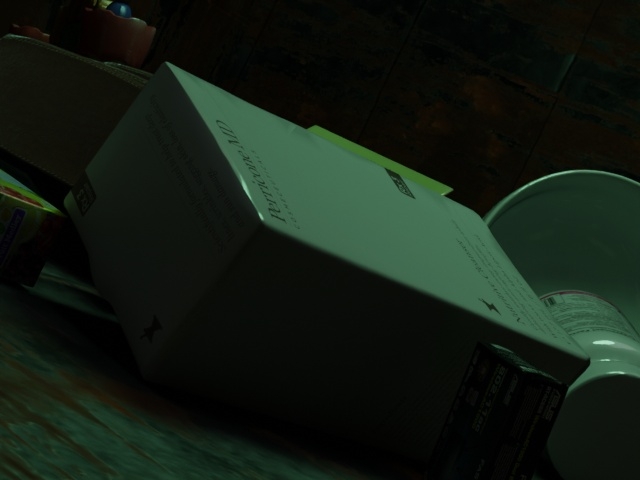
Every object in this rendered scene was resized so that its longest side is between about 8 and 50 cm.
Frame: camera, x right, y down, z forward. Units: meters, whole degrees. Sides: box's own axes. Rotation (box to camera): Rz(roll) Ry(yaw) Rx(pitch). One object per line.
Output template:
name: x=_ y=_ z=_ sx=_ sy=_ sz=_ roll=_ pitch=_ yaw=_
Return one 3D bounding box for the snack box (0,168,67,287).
snack box: x=-0.328 y=-0.048 z=1.132 sx=0.207 sy=0.070 sz=0.174 roll=24 pitch=3 yaw=-39

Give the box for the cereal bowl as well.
cereal bowl: x=0.316 y=0.089 z=1.827 sx=0.339 sy=0.339 sz=0.141 roll=25 pitch=-16 yaw=-6

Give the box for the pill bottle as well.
pill bottle: x=0.288 y=0.162 z=1.568 sx=0.160 sy=0.160 sz=0.283 roll=25 pitch=12 yaw=-5

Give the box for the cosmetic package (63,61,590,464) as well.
cosmetic package: x=0.009 y=0.034 z=1.166 sx=0.385 sy=0.156 sz=0.217 roll=24 pitch=24 yaw=-43

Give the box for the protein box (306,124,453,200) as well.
protein box: x=0.000 y=0.000 z=1.564 sx=0.201 sy=0.136 sz=0.199 roll=27 pitch=40 yaw=33

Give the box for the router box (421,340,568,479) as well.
router box: x=0.122 y=0.142 z=1.045 sx=0.038 sy=0.122 sz=0.092 roll=20 pitch=4 yaw=-18

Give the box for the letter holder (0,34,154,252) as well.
letter holder: x=-0.195 y=-0.106 z=1.460 sx=0.301 sy=0.214 sz=0.152 roll=27 pitch=-22 yaw=29

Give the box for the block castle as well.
block castle: x=-0.405 y=-0.248 z=1.796 sx=0.303 sy=0.213 sz=0.453 roll=16 pitch=-2 yaw=-26
